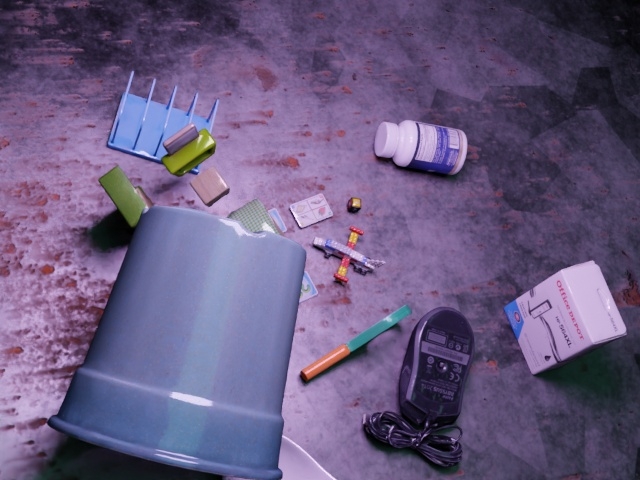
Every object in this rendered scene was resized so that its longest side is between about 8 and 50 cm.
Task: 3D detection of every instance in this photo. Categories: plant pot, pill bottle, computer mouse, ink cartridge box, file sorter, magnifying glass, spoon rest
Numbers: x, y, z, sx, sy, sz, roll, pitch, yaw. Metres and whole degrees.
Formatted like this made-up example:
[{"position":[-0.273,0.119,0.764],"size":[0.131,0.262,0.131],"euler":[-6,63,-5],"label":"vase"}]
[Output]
[{"position":[-0.178,0.142,1.341],"size":[0.341,0.341,0.334],"euler":[17,81,-13],"label":"plant pot"},{"position":[0.198,-0.189,1.841],"size":[0.169,0.094,0.094],"euler":[8,63,-17],"label":"pill bottle"},{"position":[0.190,0.250,1.652],"size":[0.188,0.072,0.272],"euler":[23,72,-12],"label":"computer mouse"},{"position":[0.451,0.147,1.717],"size":[0.086,0.203,0.148],"euler":[-12,71,-26],"label":"ink cartridge box"},{"position":[-0.279,-0.215,1.661],"size":[0.170,0.104,0.118],"euler":[17,62,-14],"label":"file sorter"},{"position":[0.065,0.179,1.630],"size":[0.231,0.092,0.026],"euler":[-32,83,-20],"label":"magnifying glass"},{"position":[-0.026,0.399,1.483],"size":[0.276,0.084,0.137],"euler":[25,60,-10],"label":"spoon rest"}]

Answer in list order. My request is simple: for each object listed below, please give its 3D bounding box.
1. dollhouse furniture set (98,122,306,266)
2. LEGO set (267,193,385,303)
[{"position":[-0.185,-0.023,1.514],"size":[0.197,0.151,0.301],"euler":[-36,83,-5],"label":"dollhouse furniture set"},{"position":[0.000,0.000,1.698],"size":[0.244,0.060,0.182],"euler":[-22,79,-29],"label":"LEGO set"}]
